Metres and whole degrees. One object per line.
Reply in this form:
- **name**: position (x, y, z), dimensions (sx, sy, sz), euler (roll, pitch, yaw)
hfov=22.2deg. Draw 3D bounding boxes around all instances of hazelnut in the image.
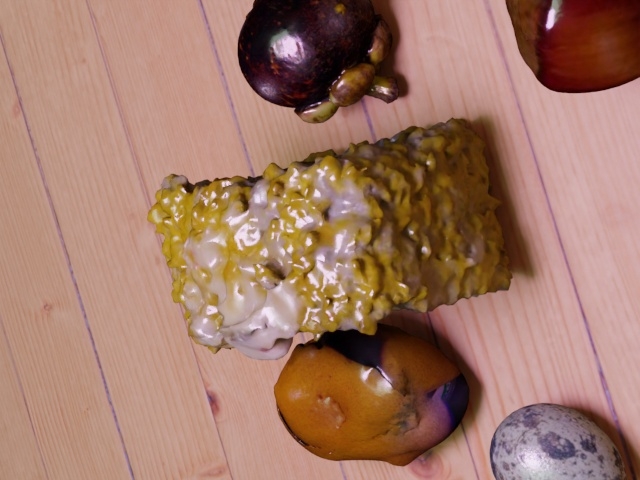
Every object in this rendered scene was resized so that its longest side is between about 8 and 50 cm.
- **hazelnut**: position (0.304, -0.261, 1.748), dimensions (0.208, 0.208, 0.208), euler (15, 111, 43)

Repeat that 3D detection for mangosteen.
- **mangosteen**: position (0.005, -0.238, 2.058), dimensions (0.217, 0.192, 0.192), euler (40, 131, 1)

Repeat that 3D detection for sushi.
- **sushi**: position (0.000, 0.000, 1.988), dimensions (0.396, 0.351, 0.240), euler (-10, 94, 45)

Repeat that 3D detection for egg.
- **egg**: position (0.282, 0.264, 1.931), dimensions (0.172, 0.132, 0.132), euler (22, 116, 32)

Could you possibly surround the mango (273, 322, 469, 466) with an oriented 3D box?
- **mango**: position (0.059, 0.200, 2.126), dimensions (0.287, 0.152, 0.201), euler (-5, 101, 46)
